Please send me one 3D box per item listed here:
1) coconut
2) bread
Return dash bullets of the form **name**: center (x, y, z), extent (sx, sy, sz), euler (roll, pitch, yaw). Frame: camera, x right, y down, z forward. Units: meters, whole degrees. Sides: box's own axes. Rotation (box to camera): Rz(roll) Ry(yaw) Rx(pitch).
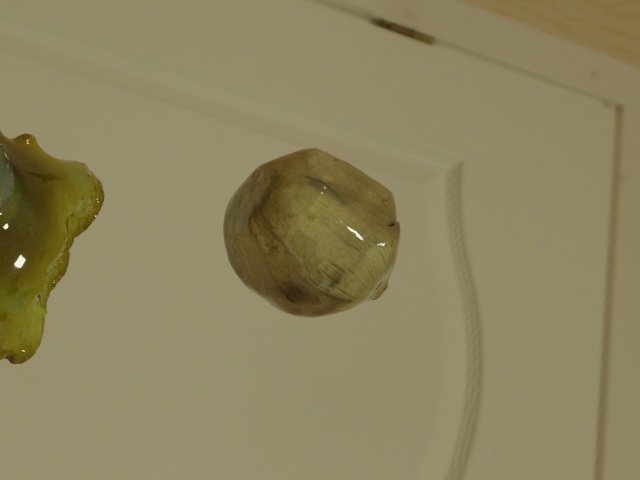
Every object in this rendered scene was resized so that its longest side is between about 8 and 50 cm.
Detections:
- **coconut**: center (0.000, 0.000, 1.179), extent (0.224, 0.224, 0.224), euler (-163, -90, -78)
- **bread**: center (-0.255, -0.035, 0.611), extent (0.088, 0.233, 0.160), euler (-52, -158, 45)
